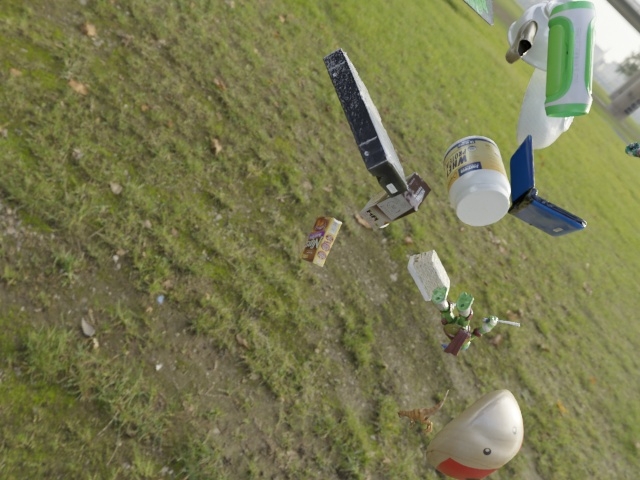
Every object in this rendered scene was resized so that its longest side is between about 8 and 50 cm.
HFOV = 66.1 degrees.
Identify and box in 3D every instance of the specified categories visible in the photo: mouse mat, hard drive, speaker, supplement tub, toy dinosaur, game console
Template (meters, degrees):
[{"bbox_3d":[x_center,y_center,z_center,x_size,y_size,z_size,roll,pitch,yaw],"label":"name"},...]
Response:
[{"bbox_3d":[0.367,-0.622,1.180,0.152,0.007,0.190,22,63,-32],"label":"mouse mat"},{"bbox_3d":[0.123,-0.298,1.274,0.237,0.064,0.339,31,36,-64],"label":"hard drive"},{"bbox_3d":[0.707,-0.507,1.394,0.131,0.131,0.297,-7,99,-51],"label":"speaker"},{"bbox_3d":[0.613,-0.235,1.937,0.228,0.228,0.316,28,42,-24],"label":"supplement tub"},{"bbox_3d":[0.363,0.610,1.717,0.064,0.211,0.112,6,63,-62],"label":"toy dinosaur"},{"bbox_3d":[0.661,-0.150,1.455,0.250,0.173,0.293,30,3,12],"label":"game console"}]

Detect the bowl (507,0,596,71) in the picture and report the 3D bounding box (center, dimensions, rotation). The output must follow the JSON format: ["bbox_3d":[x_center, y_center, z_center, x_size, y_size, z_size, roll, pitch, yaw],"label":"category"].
[{"bbox_3d":[0.791,-0.705,1.637,0.297,0.134,0.298,2,59,-3],"label":"bowl"}]

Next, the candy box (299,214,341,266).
[{"bbox_3d":[0.000,0.000,1.887,0.053,0.187,0.109,26,-6,-31],"label":"candy box"}]

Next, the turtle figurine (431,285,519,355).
[{"bbox_3d":[0.502,0.243,1.706,0.266,0.274,0.198,58,0,-42],"label":"turtle figurine"}]

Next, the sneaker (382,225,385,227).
[{"bbox_3d":[0.340,-0.147,2.365,0.235,0.095,0.090,-38,86,-33],"label":"sneaker"}]

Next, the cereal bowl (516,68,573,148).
[{"bbox_3d":[0.850,-0.492,1.802,0.141,0.339,0.339,23,21,31],"label":"cereal bowl"}]

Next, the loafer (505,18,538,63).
[{"bbox_3d":[0.610,-0.592,1.464,0.056,0.148,0.050,29,-1,-25],"label":"loafer"}]

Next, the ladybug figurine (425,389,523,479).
[{"bbox_3d":[0.459,0.583,1.434,0.162,0.305,0.449,52,-12,26],"label":"ladybug figurine"}]

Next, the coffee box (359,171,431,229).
[{"bbox_3d":[0.285,-0.149,1.894,0.098,0.246,0.141,47,56,-12],"label":"coffee box"}]

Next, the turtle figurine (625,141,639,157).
[{"bbox_3d":[0.703,-0.206,0.949,0.234,0.175,0.118,12,42,-57],"label":"turtle figurine"}]

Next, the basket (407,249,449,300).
[{"bbox_3d":[0.430,0.134,1.939,0.167,0.103,0.113,59,26,-12],"label":"basket"}]
